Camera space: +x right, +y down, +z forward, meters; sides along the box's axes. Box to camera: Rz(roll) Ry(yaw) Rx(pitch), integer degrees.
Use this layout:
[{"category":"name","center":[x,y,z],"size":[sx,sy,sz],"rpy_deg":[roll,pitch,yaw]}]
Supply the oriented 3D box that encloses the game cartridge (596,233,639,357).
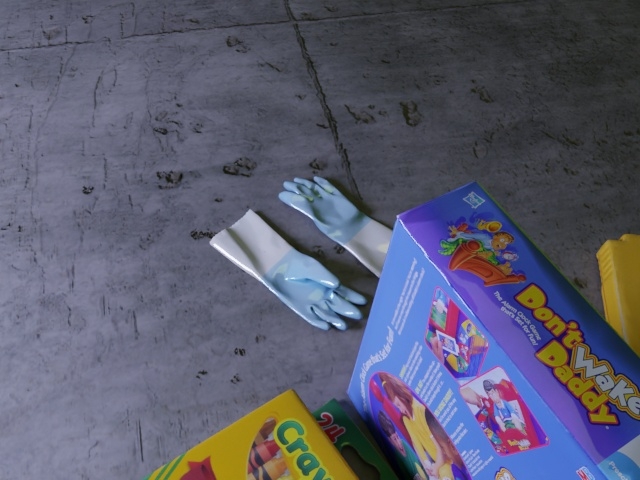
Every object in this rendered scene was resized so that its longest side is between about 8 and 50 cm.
[{"category":"game cartridge","center":[0.511,0.144,0.750],"size":[0.285,0.052,0.323],"rpy_deg":[9,52,2]}]

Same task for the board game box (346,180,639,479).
[{"category":"board game box","center":[0.132,0.150,0.528],"size":[0.078,0.347,0.233],"rpy_deg":[-23,60,-20]}]

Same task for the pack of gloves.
[{"category":"pack of gloves","center":[0.000,0.000,0.809],"size":[0.232,0.046,0.195],"rpy_deg":[36,61,19]}]

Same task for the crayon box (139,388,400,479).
[{"category":"crayon box","center":[-0.062,0.282,0.564],"size":[0.319,0.081,0.202],"rpy_deg":[-28,51,-22]}]
